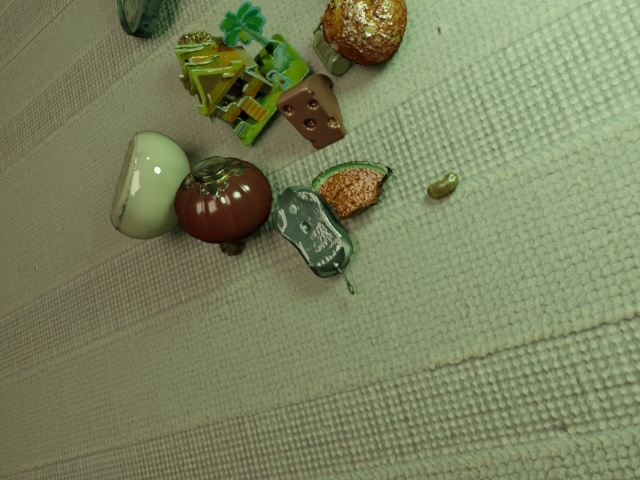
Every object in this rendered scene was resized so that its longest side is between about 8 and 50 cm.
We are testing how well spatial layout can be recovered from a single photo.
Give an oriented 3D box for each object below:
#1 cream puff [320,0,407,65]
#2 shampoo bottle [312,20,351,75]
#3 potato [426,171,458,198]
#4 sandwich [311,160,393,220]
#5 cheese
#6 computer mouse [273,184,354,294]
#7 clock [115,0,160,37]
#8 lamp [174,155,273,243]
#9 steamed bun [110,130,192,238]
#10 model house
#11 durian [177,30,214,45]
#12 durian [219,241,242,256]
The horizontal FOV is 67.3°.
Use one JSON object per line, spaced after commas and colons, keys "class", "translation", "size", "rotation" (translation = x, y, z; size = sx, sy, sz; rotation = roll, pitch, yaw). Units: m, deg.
{"class": "cream puff", "translation": [0.121, -0.605, 1.314], "size": [0.239, 0.164, 0.240], "rotation": [1, 95, 12]}
{"class": "shampoo bottle", "translation": [0.024, -0.577, 1.441], "size": [0.079, 0.079, 0.162], "rotation": [-38, 69, 22]}
{"class": "potato", "translation": [0.323, -0.141, 1.261], "size": [0.092, 0.045, 0.047], "rotation": [-33, 36, 22]}
{"class": "sandwich", "translation": [0.102, -0.155, 1.371], "size": [0.234, 0.079, 0.159], "rotation": [-26, 78, 26]}
{"class": "cheese", "translation": [-0.018, -0.417, 1.443], "size": [0.128, 0.203, 0.177], "rotation": [-22, 45, 31]}
{"class": "computer mouse", "translation": [0.000, 0.000, 1.416], "size": [0.167, 0.090, 0.380], "rotation": [-38, 75, 21]}
{"class": "clock", "translation": [-0.698, -0.940, 1.821], "size": [0.318, 0.066, 0.320], "rotation": [14, 108, 47]}
{"class": "lamp", "translation": [-0.299, -0.124, 1.488], "size": [0.302, 0.257, 0.303], "rotation": [-9, 42, 8]}
{"class": "steamed bun", "translation": [-0.560, -0.179, 1.637], "size": [0.374, 0.241, 0.375], "rotation": [-40, 43, 52]}
{"class": "model house", "translation": [-0.259, -0.521, 1.459], "size": [0.357, 0.312, 0.243], "rotation": [-44, 62, 20]}
{"class": "durian", "translation": [-0.409, -0.641, 1.646], "size": [0.137, 0.168, 0.158], "rotation": [-47, 27, 4]}
{"class": "durian", "translation": [-0.298, 0.017, 1.598], "size": [0.080, 0.080, 0.091], "rotation": [32, 143, 28]}
